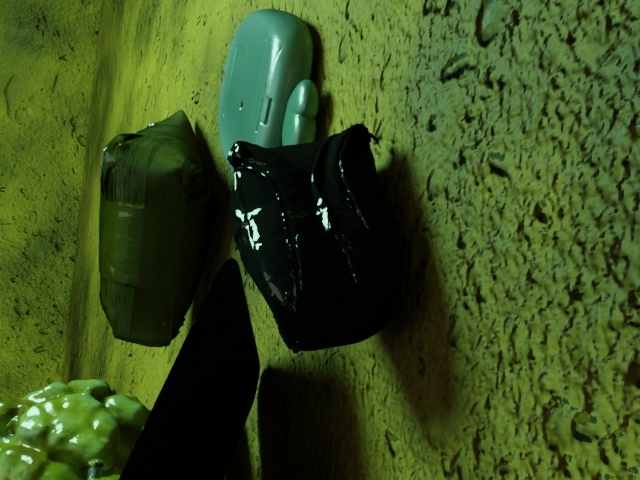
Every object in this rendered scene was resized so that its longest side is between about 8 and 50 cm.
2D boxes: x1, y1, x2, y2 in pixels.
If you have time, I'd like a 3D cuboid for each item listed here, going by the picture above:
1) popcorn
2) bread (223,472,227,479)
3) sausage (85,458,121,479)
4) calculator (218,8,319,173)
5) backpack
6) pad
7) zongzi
[{"bbox_3d":[-0.334,0.340,1.075,0.279,0.274,0.335,-68,-5,-60],"label":"popcorn"},{"bbox_3d":[-0.137,0.234,0.862,0.119,0.084,0.177,-110,23,-76],"label":"bread"},{"bbox_3d":[-0.200,0.403,0.865,0.123,0.123,0.347,-41,65,59],"label":"sausage"},{"bbox_3d":[-0.063,-0.151,0.867,0.299,0.041,0.185,-130,51,-62],"label":"calculator"},{"bbox_3d":[-0.003,0.002,0.599,0.106,0.120,0.165,91,171,-55],"label":"backpack"},{"bbox_3d":[-0.146,0.229,0.690,0.315,0.063,0.375,85,-158,-51],"label":"pad"},{"bbox_3d":[-0.218,-0.027,1.132,0.300,0.145,0.273,-96,14,-70],"label":"zongzi"}]
